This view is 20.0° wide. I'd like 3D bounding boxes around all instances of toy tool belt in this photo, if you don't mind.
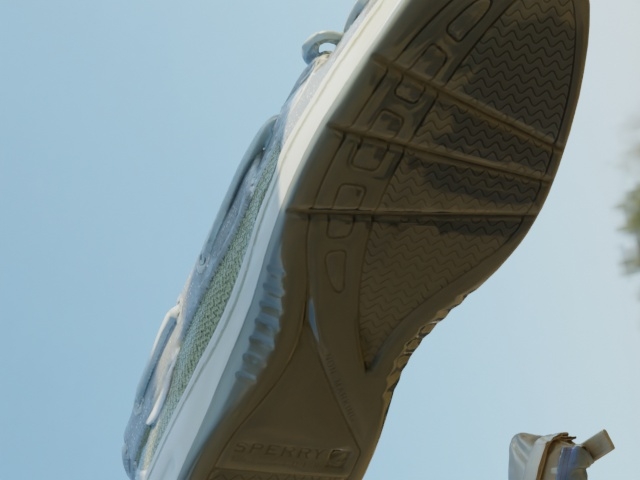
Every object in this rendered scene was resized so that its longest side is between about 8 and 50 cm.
[{"bbox_3d":[0.120,0.135,0.892,0.052,0.051,0.083,36,-128,-63],"label":"toy tool belt"}]

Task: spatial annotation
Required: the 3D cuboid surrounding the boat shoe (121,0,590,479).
[{"bbox_3d":[0.002,0.002,0.766,0.118,0.320,0.103,11,-156,-33],"label":"boat shoe"}]
